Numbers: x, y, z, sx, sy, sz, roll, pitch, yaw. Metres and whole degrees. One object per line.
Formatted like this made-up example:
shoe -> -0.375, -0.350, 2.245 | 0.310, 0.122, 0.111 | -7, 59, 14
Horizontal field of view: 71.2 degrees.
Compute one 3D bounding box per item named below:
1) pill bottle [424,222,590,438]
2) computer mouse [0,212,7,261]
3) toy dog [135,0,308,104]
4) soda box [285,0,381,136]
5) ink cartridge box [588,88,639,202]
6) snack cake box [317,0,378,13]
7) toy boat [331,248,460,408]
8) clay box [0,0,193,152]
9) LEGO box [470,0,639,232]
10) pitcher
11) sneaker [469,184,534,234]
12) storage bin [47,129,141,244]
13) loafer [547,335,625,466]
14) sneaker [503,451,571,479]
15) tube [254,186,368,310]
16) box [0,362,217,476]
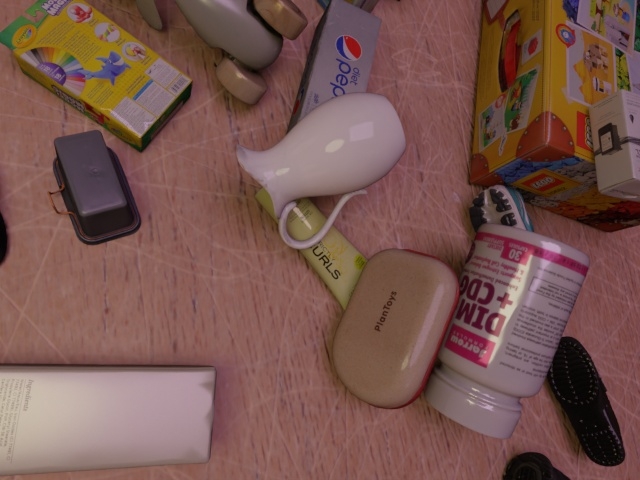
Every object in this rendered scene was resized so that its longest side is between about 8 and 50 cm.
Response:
pill bottle -> 0.268, 0.130, 0.669 | 0.160, 0.160, 0.283 | 20, 91, -15
computer mouse -> -0.485, -0.075, 0.508 | 0.184, 0.060, 0.262 | -12, 87, -27
toy dog -> -0.170, -0.369, 0.661 | 0.220, 0.161, 0.333 | -28, 123, 11
soda box -> 0.019, -0.253, 0.746 | 0.098, 0.091, 0.286 | 18, 71, -16
ink cartridge box -> 0.493, -0.145, 0.704 | 0.109, 0.063, 0.150 | 7, 75, -19
snack cake box -> 0.014, -0.536, 0.784 | 0.089, 0.152, 0.264 | -37, 91, -24
toy boat -> 0.121, 0.136, 0.671 | 0.151, 0.151, 0.231 | 38, 74, -50
clay box -> -0.314, -0.244, 0.638 | 0.222, 0.053, 0.127 | 35, 67, -8
LEGO box -> 0.524, -0.312, 0.899 | 0.373, 0.193, 0.500 | 16, 71, -17
pitcher -> 0.013, -0.093, 0.615 | 0.207, 0.125, 0.177 | -25, 119, -1
sneaker -> 0.362, 0.031, 0.802 | 0.110, 0.107, 0.275 | -10, 85, -40
storage bin -> -0.300, -0.072, 0.579 | 0.098, 0.091, 0.135 | -20, 83, -24
loafer -> 0.469, 0.279, 0.800 | 0.078, 0.080, 0.220 | -1, 73, -55
sneaker -> 0.333, 0.484, 0.673 | 0.130, 0.109, 0.286 | 34, 69, -17
tube -> 0.000, 0.000, 0.695 | 0.070, 0.062, 0.240 | -37, 100, 19
box -> -0.267, 0.199, 0.519 | 0.275, 0.094, 0.113 | 8, 74, -19
